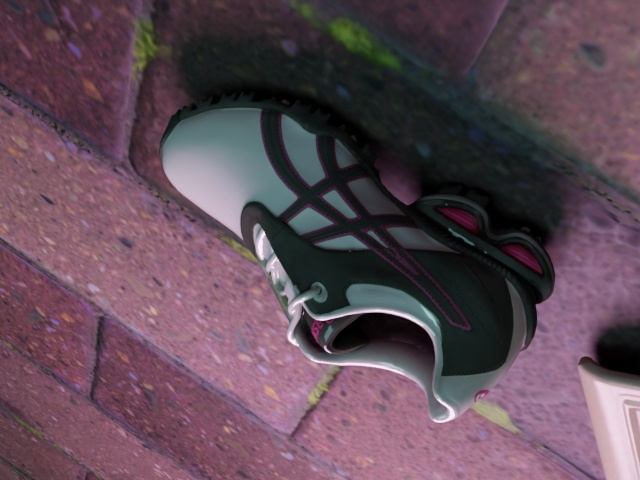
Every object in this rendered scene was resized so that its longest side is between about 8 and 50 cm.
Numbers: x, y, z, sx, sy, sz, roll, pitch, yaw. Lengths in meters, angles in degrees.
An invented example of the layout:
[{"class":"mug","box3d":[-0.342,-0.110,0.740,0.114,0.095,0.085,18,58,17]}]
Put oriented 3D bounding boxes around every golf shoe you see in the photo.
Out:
[{"class":"golf shoe","box3d":[0.000,0.000,0.527,0.272,0.120,0.105,26,145,18]}]

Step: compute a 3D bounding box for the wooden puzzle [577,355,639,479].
[{"class":"wooden puzzle","box3d":[0.289,0.165,0.536,0.238,0.044,0.221,10,137,39]}]
